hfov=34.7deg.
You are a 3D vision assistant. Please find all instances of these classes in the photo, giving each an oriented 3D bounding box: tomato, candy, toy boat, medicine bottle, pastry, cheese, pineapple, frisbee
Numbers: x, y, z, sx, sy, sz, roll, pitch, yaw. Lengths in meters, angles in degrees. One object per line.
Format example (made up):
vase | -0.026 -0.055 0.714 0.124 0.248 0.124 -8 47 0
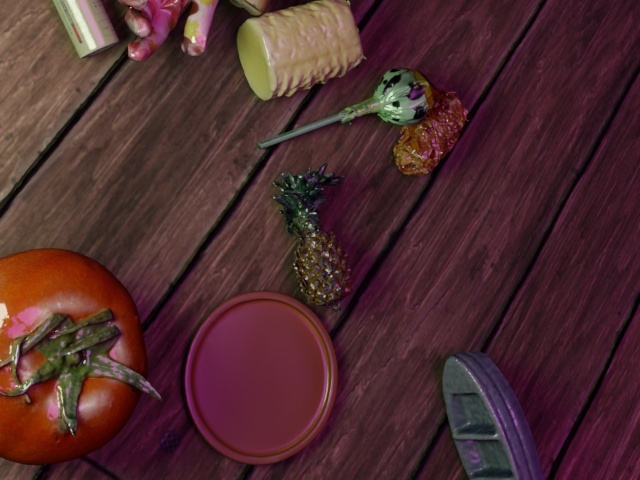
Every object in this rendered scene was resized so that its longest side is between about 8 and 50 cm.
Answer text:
tomato | -0.330 0.138 1.215 0.256 0.224 0.256 4 82 -35
candy | 0.043 -0.186 1.560 0.305 0.083 0.091 -24 67 -23
toy boat | 0.268 0.306 1.622 0.078 0.127 0.283 -20 93 -31
medicine bottle | -0.339 -0.356 1.342 0.059 0.059 0.231 -30 101 -29
pastry | 0.184 -0.175 1.643 0.087 0.063 0.169 39 69 -21
cheese | -0.030 -0.284 1.507 0.167 0.094 0.123 -23 108 -26
pineapple | 0.000 0.000 1.502 0.083 0.103 0.221 -23 99 -64
frisbee | -0.084 0.197 1.479 0.251 0.021 0.251 2 86 -30

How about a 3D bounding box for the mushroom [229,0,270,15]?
mushroom | -0.044 -0.421 1.458 0.206 0.206 0.209 8 115 -30

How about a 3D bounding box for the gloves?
gloves | -0.215 -0.338 1.383 0.145 0.126 0.241 43 63 -42
